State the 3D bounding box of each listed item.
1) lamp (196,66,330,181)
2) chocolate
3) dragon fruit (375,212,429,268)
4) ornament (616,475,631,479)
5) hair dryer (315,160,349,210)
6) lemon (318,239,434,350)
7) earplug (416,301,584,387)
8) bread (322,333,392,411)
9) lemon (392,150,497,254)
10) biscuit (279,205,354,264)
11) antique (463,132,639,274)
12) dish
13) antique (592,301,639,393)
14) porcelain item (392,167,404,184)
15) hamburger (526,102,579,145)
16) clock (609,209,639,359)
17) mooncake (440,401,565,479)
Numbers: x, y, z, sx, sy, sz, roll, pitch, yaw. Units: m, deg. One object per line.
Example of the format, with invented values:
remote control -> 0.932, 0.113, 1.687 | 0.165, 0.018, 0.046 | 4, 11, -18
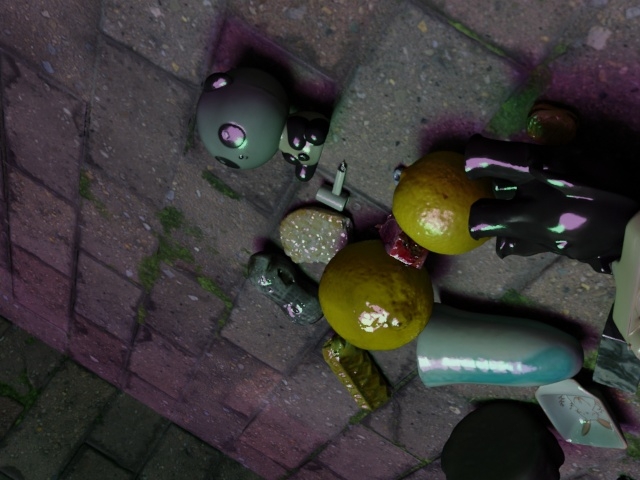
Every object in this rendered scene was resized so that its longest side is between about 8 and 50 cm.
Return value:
lamp -> -0.108, -0.211, 1.519 | 0.244, 0.197, 0.197 | 21, 147, 1
chocolate -> -0.083, 0.116, 2.002 | 0.248, 0.110, 0.110 | 47, 145, -21
dragon fruit -> 0.175, -0.019, 1.622 | 0.102, 0.147, 0.096 | 17, 110, -11
ornament -> 0.783, 0.666, 2.038 | 0.196, 0.166, 0.153 | 58, 180, 9
hair dryer -> 0.030, -0.115, 1.663 | 0.063, 0.038, 0.124 | 25, 142, 10
lemon -> 0.114, 0.111, 1.711 | 0.263, 0.236, 0.236 | 16, 146, 40
earplug -> 0.383, 0.230, 1.729 | 0.324, 0.185, 0.185 | 2, 138, 28
bread -> 0.092, 0.344, 2.181 | 0.098, 0.087, 0.269 | 2, 138, 40
lemon -> 0.223, -0.062, 1.439 | 0.203, 0.178, 0.178 | 33, 148, -5
biscuit -> 0.000, 0.000, 1.837 | 0.188, 0.040, 0.265 | 40, 148, -12
antique -> 0.382, -0.048, 1.293 | 0.255, 0.185, 0.322 | 5, 169, 28
dish -> 0.575, 0.365, 1.828 | 0.154, 0.064, 0.234 | -4, 135, 43
antique -> 0.583, 0.211, 1.593 | 0.088, 0.086, 0.183 | 18, 146, 22
porcelain item -> 0.170, -0.117, 1.548 | 0.083, 0.028, 0.036 | 12, 126, 30
hamburger -> 0.360, -0.178, 1.290 | 0.083, 0.044, 0.076 | 20, 144, 14
clock -> 0.582, 0.030, 1.187 | 0.310, 0.114, 0.284 | -17, 135, -2
mooncake -> 0.432, 0.527, 1.971 | 0.283, 0.283, 0.141 | -6, 132, 44
